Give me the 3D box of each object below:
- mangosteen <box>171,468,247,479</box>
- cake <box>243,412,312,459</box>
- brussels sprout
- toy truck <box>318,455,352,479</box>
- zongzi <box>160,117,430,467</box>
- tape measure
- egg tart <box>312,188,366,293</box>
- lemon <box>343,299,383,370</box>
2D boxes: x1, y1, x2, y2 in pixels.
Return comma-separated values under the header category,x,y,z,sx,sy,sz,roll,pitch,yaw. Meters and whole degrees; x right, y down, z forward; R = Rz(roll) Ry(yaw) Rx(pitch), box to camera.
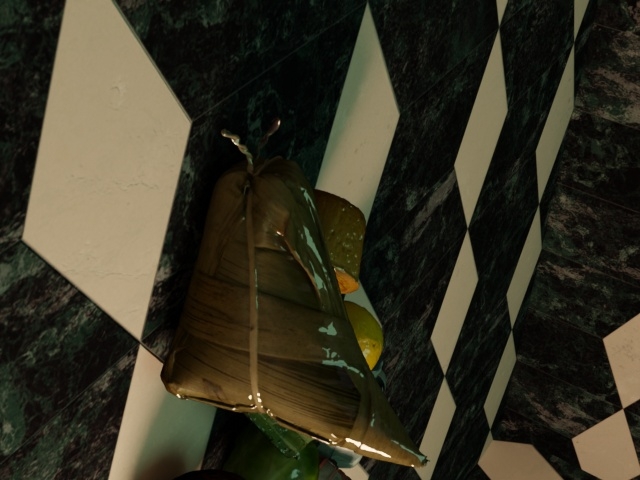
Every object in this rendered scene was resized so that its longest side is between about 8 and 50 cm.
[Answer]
category,x,y,z,sx,sy,sz,roll,pitch,yaw
mangosteen,-0.202,0.580,1.678,0.330,0.330,0.330,-45,148,-38
cake,-0.088,0.318,1.744,0.100,0.099,0.235,-43,138,-10
brussels sprout,-0.104,0.485,1.887,0.244,0.244,0.244,-45,148,-38
toy truck,-0.038,0.576,2.095,0.114,0.135,0.270,-46,180,-38
zongzi,0.021,0.078,1.494,0.218,0.467,0.499,-56,162,-75
tape measure,0.064,0.395,2.135,0.275,0.147,0.256,110,0,-45
egg tart,0.000,0.000,1.703,0.147,0.203,0.202,-67,157,-18
lemon,0.042,0.227,1.994,0.203,0.178,0.178,-55,153,-15
